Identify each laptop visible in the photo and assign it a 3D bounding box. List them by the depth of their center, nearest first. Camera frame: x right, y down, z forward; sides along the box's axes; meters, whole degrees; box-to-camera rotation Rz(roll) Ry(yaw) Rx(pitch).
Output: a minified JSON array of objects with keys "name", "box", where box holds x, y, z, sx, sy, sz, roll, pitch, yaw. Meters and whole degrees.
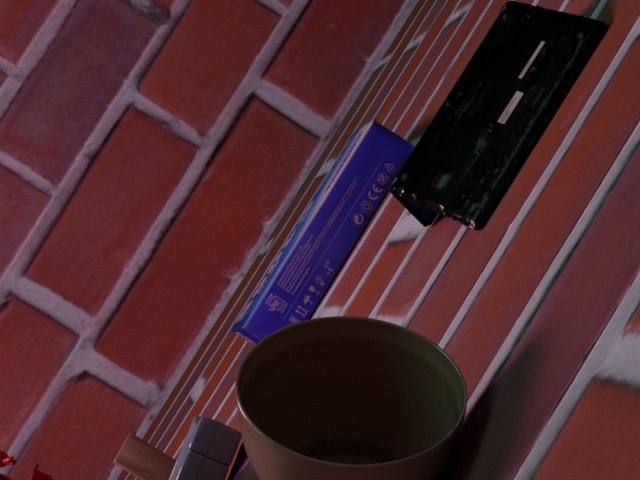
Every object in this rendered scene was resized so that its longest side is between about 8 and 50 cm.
[{"name":"laptop","box":[0.191,-0.110,1.791,0.234,0.136,0.264,-58,31,-3]}]

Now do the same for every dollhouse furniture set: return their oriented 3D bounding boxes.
[{"name":"dollhouse furniture set","box":[-0.267,0.385,2.442,0.151,0.123,0.144,-52,7,42]}]

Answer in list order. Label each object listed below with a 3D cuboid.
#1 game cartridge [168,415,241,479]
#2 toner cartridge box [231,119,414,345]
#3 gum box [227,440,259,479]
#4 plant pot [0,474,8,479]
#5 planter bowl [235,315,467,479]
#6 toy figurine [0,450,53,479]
[{"name":"game cartridge","box":[-0.150,0.303,1.876,0.230,0.068,0.355,-64,0,-8]},{"name":"toner cartridge box","box":[0.000,0.000,2.510,0.348,0.075,0.165,-58,7,-9]},{"name":"gum box","box":[-0.019,0.181,1.731,0.188,0.062,0.107,-54,7,31]},{"name":"plant pot","box":[-0.308,0.407,1.646,0.323,0.280,0.323,-24,-56,-41]},{"name":"planter bowl","box":[0.019,0.146,1.252,0.162,0.162,0.109,-65,-17,-54]},{"name":"toy figurine","box":[-0.466,0.408,2.147,0.362,0.191,0.217,-47,16,52]}]
